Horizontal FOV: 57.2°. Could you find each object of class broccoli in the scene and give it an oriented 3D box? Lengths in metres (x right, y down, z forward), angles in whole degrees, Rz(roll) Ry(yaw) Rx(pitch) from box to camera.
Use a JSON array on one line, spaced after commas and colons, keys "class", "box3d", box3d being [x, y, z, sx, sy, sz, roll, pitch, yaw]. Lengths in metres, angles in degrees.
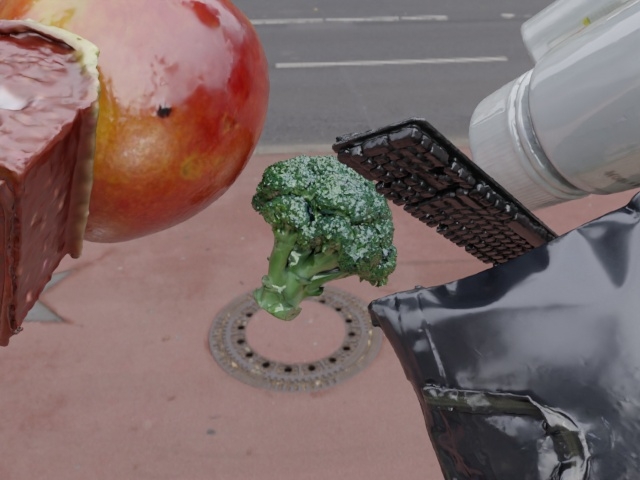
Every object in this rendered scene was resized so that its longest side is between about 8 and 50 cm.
[{"class": "broccoli", "box3d": [0.000, 0.000, 0.914, 0.270, 0.270, 0.270, 31, 5, -3]}]

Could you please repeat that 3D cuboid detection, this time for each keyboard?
[{"class": "keyboard", "box3d": [0.106, -0.021, 0.424, 0.072, 0.231, 0.023, -6, 66, 43]}]

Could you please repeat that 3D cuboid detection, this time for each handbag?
[{"class": "handbag", "box3d": [0.168, 0.121, 0.398, 0.211, 0.254, 0.089, -22, -11, 14]}]

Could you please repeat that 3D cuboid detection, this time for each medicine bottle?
[{"class": "medicine bottle", "box3d": [0.249, -0.113, 0.474, 0.144, 0.144, 0.252, -25, 1, -34]}, {"class": "medicine bottle", "box3d": [0.484, -0.317, 0.947, 0.232, 0.238, 0.238, -32, 15, 33]}]

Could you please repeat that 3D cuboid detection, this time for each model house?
[{"class": "model house", "box3d": [-0.280, -0.067, 0.519, 0.160, 0.196, 0.254, 22, 39, -4]}]

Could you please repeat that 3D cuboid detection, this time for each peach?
[{"class": "peach", "box3d": [-0.257, -0.181, 0.793, 0.388, 0.388, 0.388, 0, 32, 0]}]
